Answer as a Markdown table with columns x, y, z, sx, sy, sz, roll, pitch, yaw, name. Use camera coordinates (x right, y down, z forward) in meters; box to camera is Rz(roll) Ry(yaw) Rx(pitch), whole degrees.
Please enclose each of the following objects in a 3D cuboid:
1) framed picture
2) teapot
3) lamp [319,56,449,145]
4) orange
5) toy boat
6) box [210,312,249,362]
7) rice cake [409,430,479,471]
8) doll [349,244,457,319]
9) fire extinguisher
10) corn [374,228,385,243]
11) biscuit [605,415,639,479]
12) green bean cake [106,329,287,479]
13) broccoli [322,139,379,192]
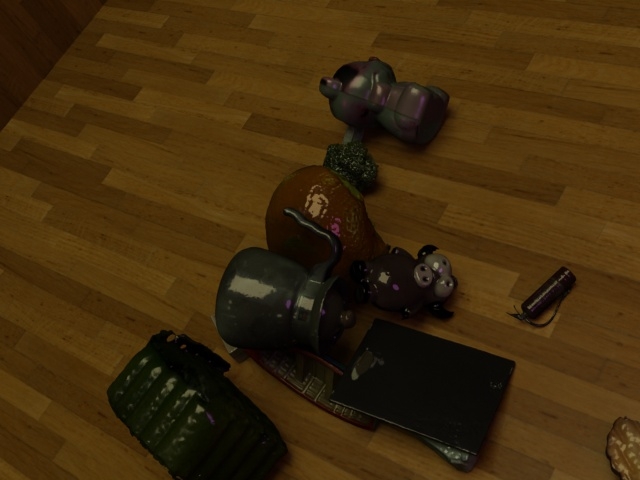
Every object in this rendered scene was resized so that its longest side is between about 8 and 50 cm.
| x | y | z | sx | sy | sz | roll | pitch | yaw | name |
| --- | --- | --- | --- | --- | --- | --- | --- | --- | --- |
| 0.213 | 0.294 | 1.779 | 0.324 | 0.013 | 0.244 | 16 | 49 | 23 | framed picture |
| -0.047 | 0.109 | 1.850 | 0.285 | 0.223 | 0.305 | 12 | 73 | 19 | teapot |
| 0.158 | -0.342 | 2.237 | 0.301 | 0.247 | 0.247 | 26 | 111 | 26 | lamp |
| -0.007 | 0.003 | 1.981 | 0.263 | 0.334 | 0.196 | 9 | 38 | 47 | orange |
| -0.021 | 0.293 | 1.915 | 0.392 | 0.136 | 0.079 | 26 | 36 | 32 | toy boat |
| -0.155 | 0.188 | 2.095 | 0.201 | 0.058 | 0.141 | -34 | 49 | 2 | box |
| 0.235 | 0.395 | 1.745 | 0.063 | 0.069 | 0.206 | -49 | 48 | -9 | rice cake |
| 0.194 | 0.089 | 1.900 | 0.258 | 0.117 | 0.181 | 0 | 68 | -18 | doll |
| 0.482 | 0.128 | 1.825 | 0.157 | 0.045 | 0.078 | -41 | 71 | -6 | fire extinguisher |
| 0.094 | -0.018 | 2.103 | 0.080 | 0.080 | 0.231 | -35 | 47 | 1 | corn |
| 0.595 | 0.408 | 1.556 | 0.118 | 0.061 | 0.183 | -46 | 48 | -7 | biscuit |
| -0.250 | 0.377 | 1.841 | 0.319 | 0.335 | 0.218 | 36 | 88 | 37 | green bean cake |
| 0.079 | -0.184 | 2.200 | 0.138 | 0.145 | 0.162 | -24 | 20 | -34 | broccoli |
